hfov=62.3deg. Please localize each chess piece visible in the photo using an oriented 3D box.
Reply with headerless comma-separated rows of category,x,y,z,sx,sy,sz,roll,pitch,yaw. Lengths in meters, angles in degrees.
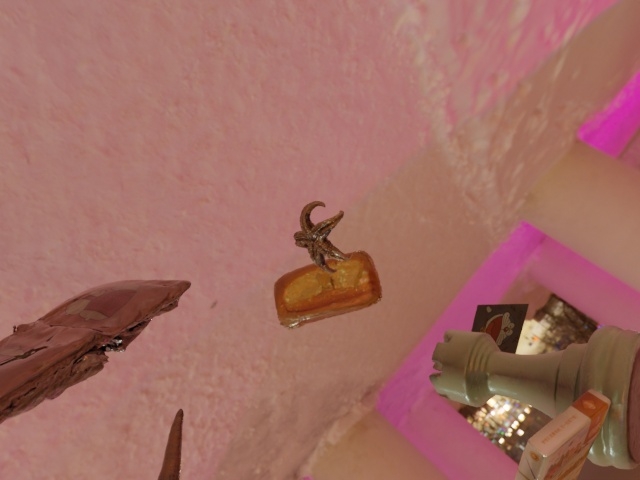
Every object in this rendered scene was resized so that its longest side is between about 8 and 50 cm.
chess piece,0.328,0.215,0.816,0.195,0.299,0.194,-1,92,-47

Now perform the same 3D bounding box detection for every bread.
bread,0.022,0.129,1.388,0.288,0.152,0.119,-18,169,19

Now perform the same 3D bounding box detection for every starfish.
starfish,0.000,0.000,0.573,0.028,0.078,0.091,-38,126,-35

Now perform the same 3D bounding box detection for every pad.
pad,0.462,0.282,1.413,0.170,0.006,0.245,2,107,-21

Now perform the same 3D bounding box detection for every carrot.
carrot,-0.256,0.389,0.895,0.049,0.254,0.049,-1,124,-2

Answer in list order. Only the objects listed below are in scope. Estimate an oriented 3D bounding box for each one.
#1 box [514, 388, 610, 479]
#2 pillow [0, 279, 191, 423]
box,0.265,0.281,0.619,0.122,0.032,0.220,-21,128,-29
pillow,-0.243,0.098,0.495,0.248,0.135,0.049,-36,121,-56
